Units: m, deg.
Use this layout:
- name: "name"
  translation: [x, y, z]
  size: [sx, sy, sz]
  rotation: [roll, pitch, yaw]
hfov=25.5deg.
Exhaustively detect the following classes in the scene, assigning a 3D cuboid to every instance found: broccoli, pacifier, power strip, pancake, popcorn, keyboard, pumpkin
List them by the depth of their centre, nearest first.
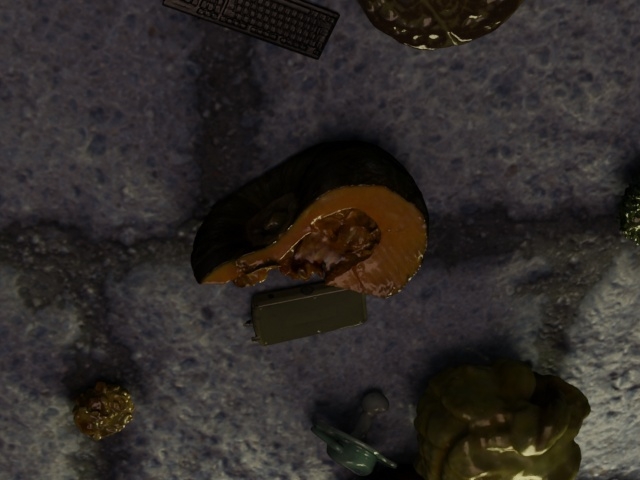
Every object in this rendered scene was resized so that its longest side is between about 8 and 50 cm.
- name: "pancake"
  translation: [0.149, -0.331, 1.628]
  size: [0.250, 0.031, 0.250]
  rotation: [-6, 126, -8]
- name: "keyboard"
  translation: [-0.079, -0.266, 1.634]
  size: [0.202, 0.011, 0.067]
  rotation: [17, 118, -23]
- name: "pumpkin"
  translation: [0.000, -0.001, 1.762]
  size: [0.280, 0.139, 0.190]
  rotation: [-32, 125, 12]
- name: "broccoli"
  translation: [0.447, -0.005, 1.824]
  size: [0.118, 0.204, 0.122]
  rotation: [17, 134, -22]
- name: "power strip"
  translation: [-0.022, 0.095, 1.890]
  size: [0.168, 0.028, 0.076]
  rotation: [-11, 126, -8]
- name: "popcorn"
  translation: [-0.292, 0.226, 1.902]
  size: [0.082, 0.057, 0.083]
  rotation: [-4, 122, -12]
- name: "popcorn"
  translation: [0.243, 0.276, 1.982]
  size: [0.256, 0.195, 0.255]
  rotation: [40, 114, -19]
- name: "pacifier"
  translation: [0.055, 0.267, 2.000]
  size: [0.150, 0.126, 0.117]
  rotation: [37, 73, -48]

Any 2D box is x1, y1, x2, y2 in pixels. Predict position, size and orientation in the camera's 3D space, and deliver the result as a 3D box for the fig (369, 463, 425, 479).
- name: "fig"
  translation: [0.185, 0.414, 2.099]
  size: [0.274, 0.170, 0.146]
  rotation: [10, 119, -42]
